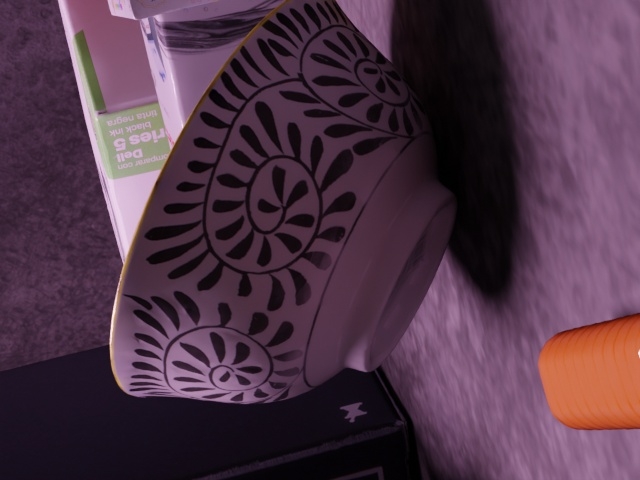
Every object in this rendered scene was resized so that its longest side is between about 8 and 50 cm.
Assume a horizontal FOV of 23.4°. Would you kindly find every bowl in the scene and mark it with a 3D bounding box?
[{"bbox_3d":[0.000,0.000,0.581,0.080,0.170,0.170,27,154,14],"label":"bowl"}]

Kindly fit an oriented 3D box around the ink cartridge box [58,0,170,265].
[{"bbox_3d":[-0.120,-0.063,1.243,0.198,0.114,0.273,-113,12,-47],"label":"ink cartridge box"}]

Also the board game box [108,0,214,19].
[{"bbox_3d":[-0.034,-0.114,0.625,0.154,0.103,0.026,-138,35,-76],"label":"board game box"}]

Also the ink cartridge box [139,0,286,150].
[{"bbox_3d":[-0.055,-0.127,0.828,0.139,0.082,0.191,-130,28,-71],"label":"ink cartridge box"}]

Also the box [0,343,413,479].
[{"bbox_3d":[-0.090,0.220,0.919,0.183,0.296,0.294,-120,18,-61],"label":"box"}]

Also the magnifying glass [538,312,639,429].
[{"bbox_3d":[0.088,0.026,0.331,0.231,0.026,0.092,132,124,-81],"label":"magnifying glass"}]
